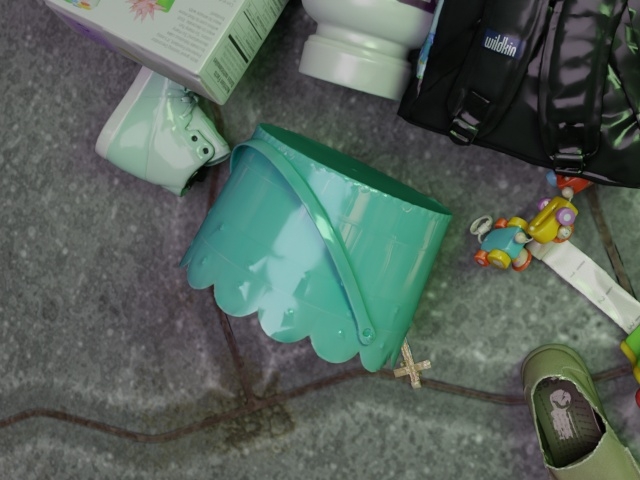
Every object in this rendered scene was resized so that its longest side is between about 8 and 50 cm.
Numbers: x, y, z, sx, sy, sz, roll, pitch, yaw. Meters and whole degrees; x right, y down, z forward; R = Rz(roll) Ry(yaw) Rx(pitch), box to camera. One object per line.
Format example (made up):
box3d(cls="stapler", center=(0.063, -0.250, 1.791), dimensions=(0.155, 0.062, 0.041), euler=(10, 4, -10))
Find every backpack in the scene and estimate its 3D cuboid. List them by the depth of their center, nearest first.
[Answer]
box3d(cls="backpack", center=(0.263, -0.273, 1.034), dimensions=(0.290, 0.273, 0.355), euler=(18, 121, 23))

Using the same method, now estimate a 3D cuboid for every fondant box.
box3d(cls="fondant box", center=(-0.138, -0.358, 1.205), dimensions=(0.238, 0.096, 0.330), euler=(28, 82, 19))

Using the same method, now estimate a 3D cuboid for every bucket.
box3d(cls="bucket", center=(0.000, 0.000, 1.140), dimensions=(0.281, 0.281, 0.183), euler=(28, 100, 19))

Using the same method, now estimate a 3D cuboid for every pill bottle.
box3d(cls="pill bottle", center=(0.074, -0.315, 1.136), dimensions=(0.169, 0.169, 0.301), euler=(20, 101, 20))

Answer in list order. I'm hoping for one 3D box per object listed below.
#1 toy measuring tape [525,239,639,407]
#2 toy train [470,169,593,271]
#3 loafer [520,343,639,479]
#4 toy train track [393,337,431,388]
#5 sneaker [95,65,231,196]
box3d(cls="toy measuring tape", center=(0.342, 0.106, 1.079), dimensions=(0.330, 0.121, 0.121), euler=(44, 108, 15))
box3d(cls="toy train", center=(0.243, -0.026, 1.131), dimensions=(0.166, 0.125, 0.046), euler=(-37, 111, 28))
box3d(cls="loafer", center=(0.290, 0.245, 1.120), dimensions=(0.102, 0.092, 0.268), euler=(-31, 81, 21))
box3d(cls="toy train track", center=(0.103, 0.138, 1.234), dimensions=(0.048, 0.014, 0.083), euler=(-20, 85, 22))
box3d(cls="sneaker", center=(-0.155, -0.180, 1.290), dimensions=(0.151, 0.094, 0.256), euler=(32, 96, 2))
